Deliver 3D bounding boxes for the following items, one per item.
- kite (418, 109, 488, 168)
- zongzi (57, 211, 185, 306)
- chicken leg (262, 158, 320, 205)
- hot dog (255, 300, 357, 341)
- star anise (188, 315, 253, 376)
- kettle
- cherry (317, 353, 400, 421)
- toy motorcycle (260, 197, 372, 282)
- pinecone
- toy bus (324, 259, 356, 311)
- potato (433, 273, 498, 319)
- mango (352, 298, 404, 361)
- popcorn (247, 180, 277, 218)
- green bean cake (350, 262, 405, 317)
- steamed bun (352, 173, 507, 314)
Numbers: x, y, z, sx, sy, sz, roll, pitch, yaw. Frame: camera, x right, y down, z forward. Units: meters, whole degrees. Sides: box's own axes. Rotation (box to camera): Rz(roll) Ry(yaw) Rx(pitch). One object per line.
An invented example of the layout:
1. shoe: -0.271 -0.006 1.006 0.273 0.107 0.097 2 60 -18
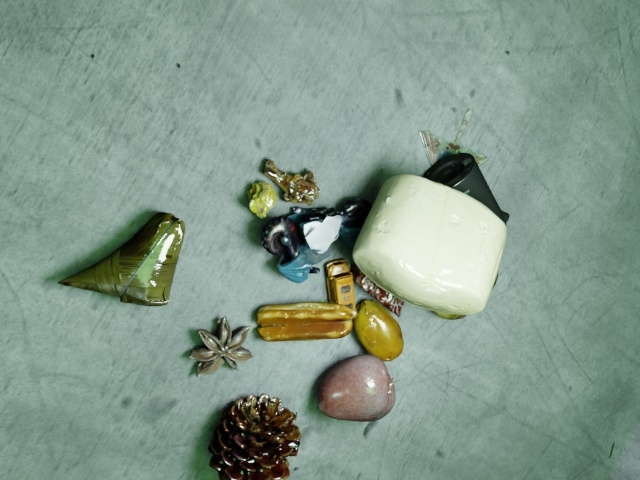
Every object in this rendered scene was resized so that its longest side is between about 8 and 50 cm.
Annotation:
1. kite: 0.493 -0.335 1.892 0.335 0.011 0.314 17 94 -25
2. zongzi: -0.558 0.038 1.459 0.300 0.138 0.286 13 92 -22
3. chicken leg: -0.096 -0.180 1.646 0.196 0.080 0.125 12 85 -17
4. hot dog: -0.044 0.266 1.704 0.338 0.100 0.135 -3 104 0
5. star anise: -0.317 0.335 1.648 0.212 0.073 0.196 -1 104 -25
6. kettle: 0.501 -0.113 1.835 0.262 0.203 0.308 -45 118 -10
7. cherry: 0.130 0.520 1.785 0.308 0.221 0.261 -20 137 6
8. toy motorcycle: 0.000 0.000 1.681 0.416 0.172 0.232 -17 113 -28
9. pinecone: -0.202 0.649 1.664 0.298 0.242 0.295 9 99 -18
10. toy bus: 0.073 0.167 1.770 0.083 0.088 0.194 -12 105 -19
11. potato: 0.534 0.165 1.911 0.307 0.173 0.210 -51 150 -2
12. mango: 0.212 0.321 1.840 0.248 0.151 0.156 58 41 -12
13. popcorn: -0.181 -0.131 1.604 0.089 0.097 0.109 30 74 -28
14. green bean cake: 0.216 0.144 1.820 0.233 0.097 0.198 22 90 -25
15. steamed bun: 0.342 0.033 1.670 0.456 0.290 0.371 27 68 -5
